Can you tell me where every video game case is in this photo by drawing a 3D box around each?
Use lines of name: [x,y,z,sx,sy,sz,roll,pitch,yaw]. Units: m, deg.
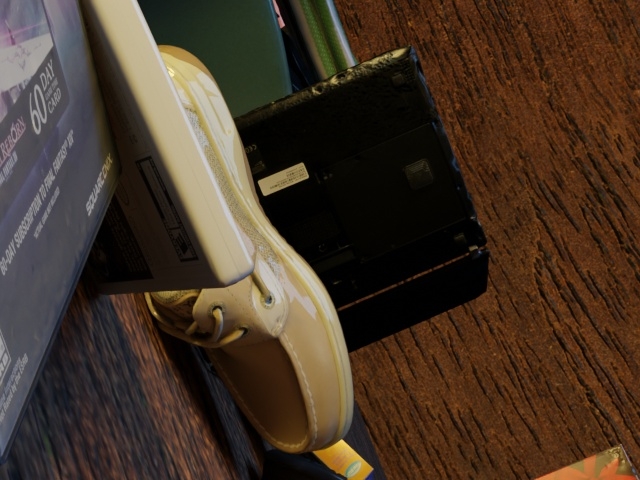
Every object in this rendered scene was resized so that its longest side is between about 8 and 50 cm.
video game case: [-0.110,-0.064,0.536,0.173,0.022,0.190,-8,-72,61]
video game case: [-0.119,-0.098,0.344,0.196,0.026,0.274,-87,169,-60]

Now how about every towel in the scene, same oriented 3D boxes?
towel: [-0.035,-0.257,0.993,0.325,0.038,0.247,-111,178,-64]

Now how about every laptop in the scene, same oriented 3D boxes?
laptop: [0.000,0.000,0.900,0.136,0.234,0.264,-113,179,-70]

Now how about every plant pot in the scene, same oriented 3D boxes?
plant pot: [-0.109,-0.152,0.923,0.165,0.166,0.234,-111,-179,-69]

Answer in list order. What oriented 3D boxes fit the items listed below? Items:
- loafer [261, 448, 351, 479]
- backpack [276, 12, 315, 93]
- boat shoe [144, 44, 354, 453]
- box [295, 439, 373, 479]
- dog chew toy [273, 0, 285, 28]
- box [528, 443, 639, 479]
loafer: [0.022,0.248,0.879,0.220,0.078,0.080,49,-22,-22]
backpack: [-0.053,-0.091,1.219,0.253,0.191,0.225,58,8,9]
boat shoe: [-0.075,0.025,0.749,0.098,0.109,0.302,-41,114,-47]
box: [-0.002,0.172,0.938,0.136,0.028,0.081,39,-18,17]
dog chew toy: [-0.120,-0.250,1.550,0.332,0.207,0.206,171,-105,-83]
box: [0.178,0.330,1.008,0.057,0.293,0.201,77,-9,-66]
